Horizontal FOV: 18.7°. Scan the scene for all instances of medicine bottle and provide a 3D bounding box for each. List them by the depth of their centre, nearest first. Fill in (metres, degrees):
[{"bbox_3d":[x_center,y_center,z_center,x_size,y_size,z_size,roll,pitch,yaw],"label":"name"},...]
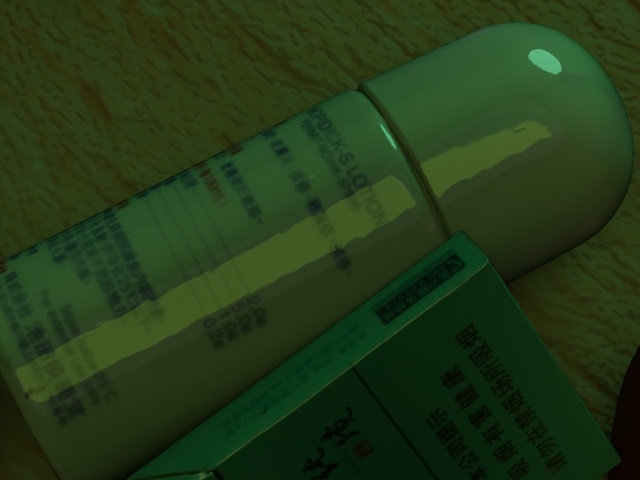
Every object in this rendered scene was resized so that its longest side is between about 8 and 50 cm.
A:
[{"bbox_3d":[0.000,0.000,0.995,0.341,0.130,0.130,-27,84,-5],"label":"medicine bottle"}]

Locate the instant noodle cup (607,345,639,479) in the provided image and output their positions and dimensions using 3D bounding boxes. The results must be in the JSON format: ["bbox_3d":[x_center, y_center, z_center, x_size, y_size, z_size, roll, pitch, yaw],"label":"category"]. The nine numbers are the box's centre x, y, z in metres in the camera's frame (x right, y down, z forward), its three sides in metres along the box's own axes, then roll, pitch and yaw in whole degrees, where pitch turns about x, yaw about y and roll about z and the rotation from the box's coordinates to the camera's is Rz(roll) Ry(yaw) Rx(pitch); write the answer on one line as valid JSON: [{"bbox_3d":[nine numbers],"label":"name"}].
[{"bbox_3d":[0.268,0.158,0.936,0.192,0.250,0.250,-3,83,-10],"label":"instant noodle cup"}]

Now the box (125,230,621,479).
[{"bbox_3d":[0.021,0.123,0.966,0.229,0.041,0.162,-36,124,-1],"label":"box"}]
